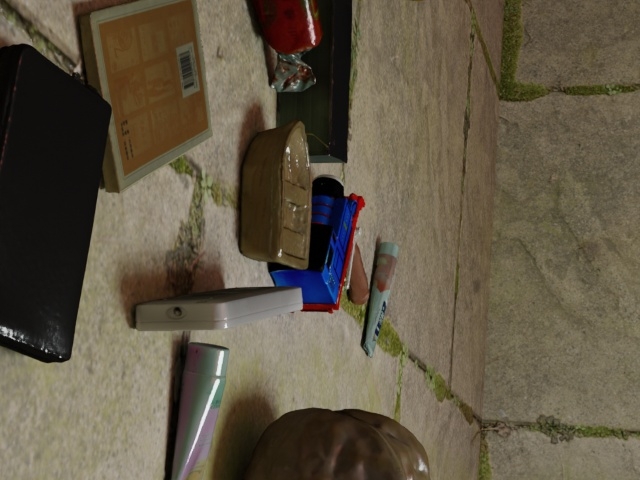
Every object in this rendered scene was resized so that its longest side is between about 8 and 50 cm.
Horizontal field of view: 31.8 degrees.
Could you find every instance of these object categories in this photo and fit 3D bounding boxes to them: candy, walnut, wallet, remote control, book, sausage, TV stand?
[{"bbox_3d":[-0.049,-0.312,1.401,0.059,0.086,0.292,-83,164,-53],"label":"candy"},{"bbox_3d":[0.018,0.339,1.382,0.273,0.227,0.273,-4,90,-71],"label":"walnut"},{"bbox_3d":[-0.231,-0.033,0.903,0.149,0.044,0.250,38,55,-63],"label":"wallet"},{"bbox_3d":[-0.102,0.071,1.208,0.250,0.103,0.034,-3,90,-73],"label":"remote control"},{"bbox_3d":[-0.169,-0.159,1.132,0.241,0.018,0.170,-46,132,-66],"label":"book"},{"bbox_3d":[0.051,0.042,1.794,0.042,0.036,0.158,-83,162,-44],"label":"sausage"},{"bbox_3d":[-0.007,-0.242,1.535,0.088,0.083,0.269,7,85,-73],"label":"TV stand"}]

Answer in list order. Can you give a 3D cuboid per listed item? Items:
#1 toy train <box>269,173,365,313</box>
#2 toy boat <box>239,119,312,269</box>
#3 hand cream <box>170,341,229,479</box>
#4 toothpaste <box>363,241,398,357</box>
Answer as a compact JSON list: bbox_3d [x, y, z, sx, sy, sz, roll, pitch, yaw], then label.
[{"bbox_3d":[0.000,0.000,1.560,0.131,0.083,0.204,66,29,-48],"label":"toy train"},{"bbox_3d":[-0.055,-0.060,1.419,0.116,0.061,0.188,23,68,-69],"label":"toy boat"},{"bbox_3d":[-0.135,0.199,1.216,0.076,0.047,0.174,15,84,-73],"label":"hand cream"},{"bbox_3d":[0.103,0.101,1.967,0.056,0.036,0.205,57,41,-58],"label":"toothpaste"}]
